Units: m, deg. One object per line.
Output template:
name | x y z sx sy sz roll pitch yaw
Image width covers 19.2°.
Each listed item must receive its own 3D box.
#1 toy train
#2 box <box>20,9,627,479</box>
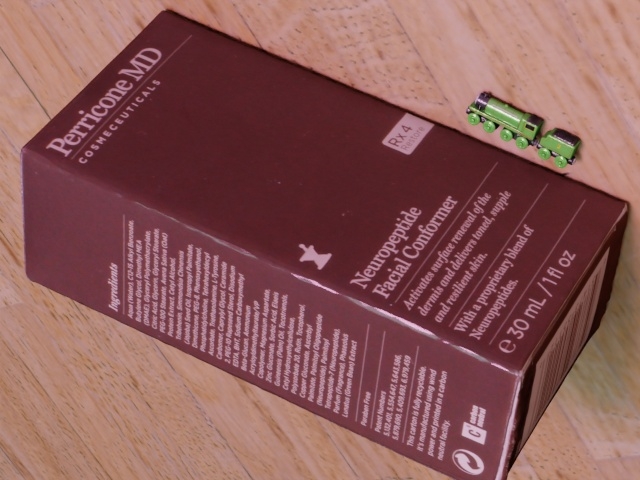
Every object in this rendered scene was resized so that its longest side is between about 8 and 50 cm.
toy train | 0.137 -0.076 1.281 0.083 0.017 0.023 28 129 13
box | 0.000 0.000 1.323 0.381 0.191 0.143 22 137 17
